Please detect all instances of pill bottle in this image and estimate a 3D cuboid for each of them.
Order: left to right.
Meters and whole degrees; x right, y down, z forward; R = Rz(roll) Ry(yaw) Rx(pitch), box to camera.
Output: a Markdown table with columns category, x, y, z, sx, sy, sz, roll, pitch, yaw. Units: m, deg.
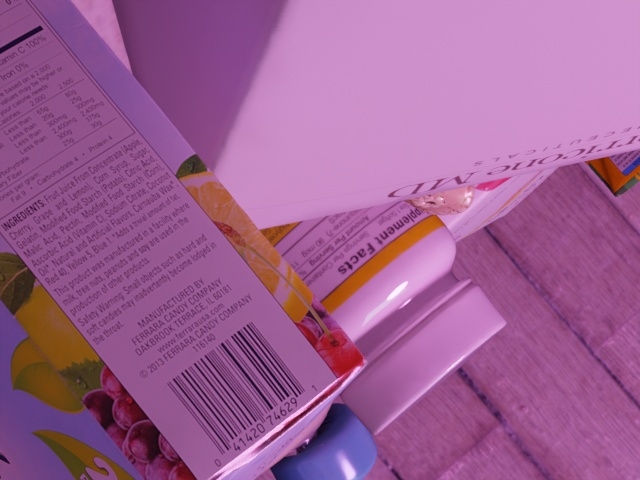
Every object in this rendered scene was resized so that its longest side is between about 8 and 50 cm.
| category | x | y | z | sx | sy | sz | roll | pitch | yaw |
| --- | --- | --- | --- | --- | --- | --- | --- | --- | --- |
| pill bottle | 0.000 | 0.000 | 1.118 | 0.119 | 0.208 | 0.119 | -40 | 174 | -5 |

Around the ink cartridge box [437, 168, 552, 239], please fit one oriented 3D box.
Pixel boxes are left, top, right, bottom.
| category | x | y | z | sx | sy | sz | roll | pitch | yaw |
| --- | --- | --- | --- | --- | --- | --- | --- | --- | --- |
| ink cartridge box | 0.136 | -0.108 | 1.550 | 0.226 | 0.131 | 0.306 | -44 | 172 | 22 |

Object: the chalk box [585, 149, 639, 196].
| category | x | y | z | sx | sy | sz | roll | pitch | yaw |
| --- | --- | --- | --- | --- | --- | --- | --- | --- | --- |
| chalk box | 0.344 | -0.210 | 1.848 | 0.289 | 0.179 | 0.180 | -37 | 173 | -31 |

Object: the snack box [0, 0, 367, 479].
| category | x | y | z | sx | sy | sz | roll | pitch | yaw |
| --- | --- | --- | --- | --- | --- | --- | --- | --- | --- |
| snack box | -0.102 | -0.001 | 0.519 | 0.070 | 0.207 | 0.174 | -37 | 174 | -31 |

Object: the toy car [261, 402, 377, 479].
| category | x | y | z | sx | sy | sz | roll | pitch | yaw |
| --- | --- | --- | --- | --- | --- | --- | --- | --- | --- |
| toy car | -0.123 | 0.096 | 1.353 | 0.210 | 0.219 | 0.238 | -38 | -158 | -32 |

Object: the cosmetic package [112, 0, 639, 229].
| category | x | y | z | sx | sy | sz | roll | pitch | yaw |
| --- | --- | --- | --- | --- | --- | --- | --- | --- | --- |
| cosmetic package | 0.058 | -0.140 | 0.513 | 0.197 | 0.155 | 0.365 | -13 | 164 | -14 |

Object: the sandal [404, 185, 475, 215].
| category | x | y | z | sx | sy | sz | roll | pitch | yaw |
| --- | --- | --- | --- | --- | --- | --- | --- | --- | --- |
| sandal | 0.065 | -0.055 | 1.065 | 0.088 | 0.079 | 0.240 | -20 | -169 | 32 |
